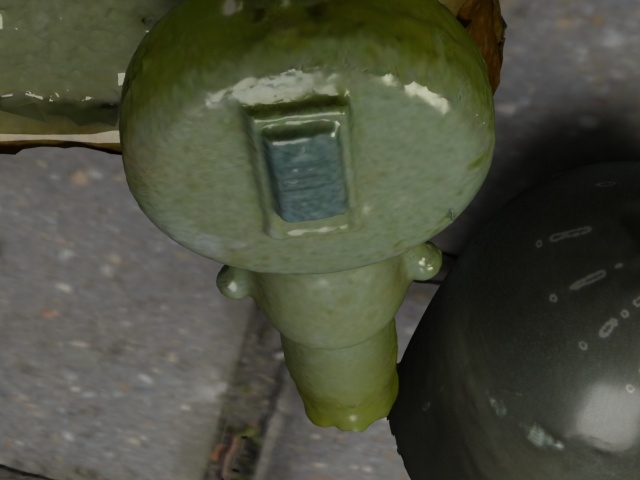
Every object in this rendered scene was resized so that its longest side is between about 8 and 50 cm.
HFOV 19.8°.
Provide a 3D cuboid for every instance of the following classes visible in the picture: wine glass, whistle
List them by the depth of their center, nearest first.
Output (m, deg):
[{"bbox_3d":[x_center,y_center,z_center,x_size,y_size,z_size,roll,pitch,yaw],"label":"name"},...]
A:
[{"bbox_3d":[0.000,0.000,0.542,0.104,0.057,0.198,-6,142,1],"label":"whistle"},{"bbox_3d":[0.117,0.015,0.610,0.126,0.126,0.241,20,140,-13],"label":"wine glass"}]

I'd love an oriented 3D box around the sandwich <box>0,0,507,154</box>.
[{"bbox_3d":[-0.055,-0.125,0.493,0.226,0.087,0.251,-4,142,-1],"label":"sandwich"}]
